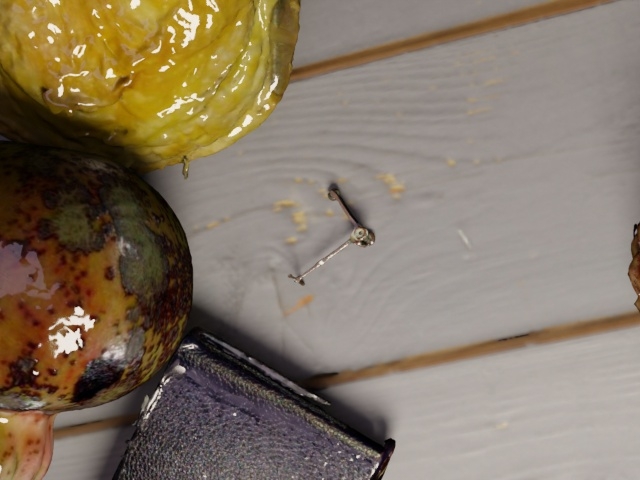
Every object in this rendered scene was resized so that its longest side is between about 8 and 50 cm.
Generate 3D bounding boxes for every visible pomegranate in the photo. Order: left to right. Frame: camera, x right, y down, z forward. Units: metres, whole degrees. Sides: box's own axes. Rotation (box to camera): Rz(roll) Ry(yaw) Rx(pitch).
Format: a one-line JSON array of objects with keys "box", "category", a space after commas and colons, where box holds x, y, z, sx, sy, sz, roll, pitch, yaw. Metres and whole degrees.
[{"box": [-0.262, 0.085, 1.205, 0.285, 0.285, 0.341, 11, 90, 15], "category": "pomegranate"}]

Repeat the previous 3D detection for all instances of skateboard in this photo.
[{"box": [0.000, 0.000, 1.264, 0.083, 0.032, 0.064, -39, 69, 9], "category": "skateboard"}]

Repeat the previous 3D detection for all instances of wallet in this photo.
[{"box": [-0.081, 0.240, 1.262, 0.221, 0.071, 0.262, 29, 98, 10], "category": "wallet"}]

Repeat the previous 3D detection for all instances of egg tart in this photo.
[{"box": [-0.172, -0.207, 1.215, 0.351, 0.153, 0.340, -14, 107, 9], "category": "egg tart"}]

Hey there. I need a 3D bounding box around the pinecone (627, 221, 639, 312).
[{"box": [0.348, 0.021, 1.079, 0.221, 0.221, 0.221, -1, 87, 15], "category": "pinecone"}]
